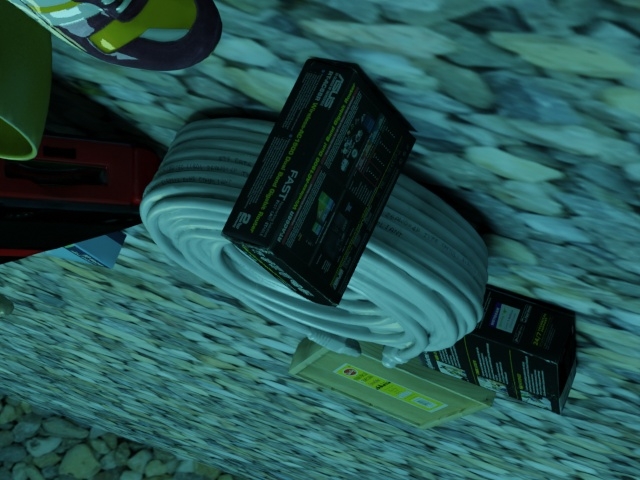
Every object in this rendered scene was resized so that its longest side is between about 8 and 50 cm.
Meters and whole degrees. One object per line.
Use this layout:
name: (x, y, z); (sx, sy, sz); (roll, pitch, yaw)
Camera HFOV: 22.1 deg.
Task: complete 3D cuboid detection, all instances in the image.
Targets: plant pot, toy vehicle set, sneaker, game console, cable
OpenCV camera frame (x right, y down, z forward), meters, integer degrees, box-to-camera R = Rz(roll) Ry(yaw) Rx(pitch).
plant pot: (-0.222, -0.122, 1.031); (0.134, 0.095, 0.134); (20, 165, 6)
toy vehicle set: (0.069, 0.136, 1.673); (0.166, 0.035, 0.267); (23, 166, -6)
sneaker: (-0.132, -0.146, 0.866); (0.185, 0.070, 0.084); (25, 171, -16)
game console: (-0.349, -0.023, 1.243); (0.342, 0.060, 0.386); (-13, 169, 39)
cable: (0.000, 0.000, 1.176); (0.257, 0.089, 0.257); (27, 164, -19)

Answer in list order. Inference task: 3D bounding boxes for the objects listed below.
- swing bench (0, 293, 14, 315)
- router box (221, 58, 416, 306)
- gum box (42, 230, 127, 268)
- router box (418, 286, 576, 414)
swing bench: (-0.482, -0.007, 1.648); (0.255, 0.165, 0.253); (52, -179, 26)
router box: (0.001, -0.033, 0.979); (0.038, 0.122, 0.092); (17, 166, 33)
gum box: (-0.305, -0.033, 1.589); (0.184, 0.041, 0.157); (9, 161, 38)
router box: (0.143, 0.085, 1.359); (0.133, 0.046, 0.179); (18, 165, 14)
